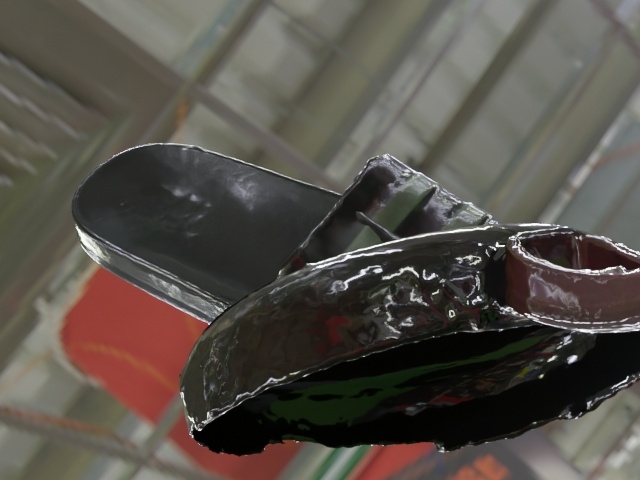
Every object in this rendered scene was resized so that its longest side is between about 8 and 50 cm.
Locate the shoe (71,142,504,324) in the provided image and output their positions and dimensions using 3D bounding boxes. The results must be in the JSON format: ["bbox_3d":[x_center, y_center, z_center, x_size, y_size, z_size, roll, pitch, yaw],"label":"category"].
[{"bbox_3d":[0.000,0.000,0.581,0.071,0.179,0.049,-49,-31,-37],"label":"shoe"}]

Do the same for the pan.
[{"bbox_3d":[0.037,0.015,0.406,0.115,0.040,0.212,-6,-12,-20],"label":"pan"}]
